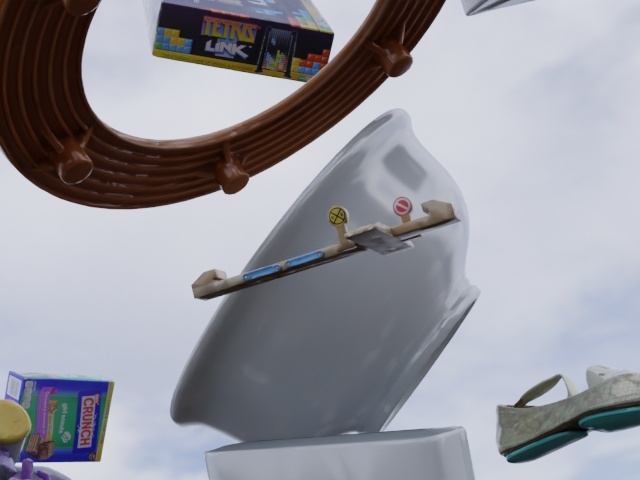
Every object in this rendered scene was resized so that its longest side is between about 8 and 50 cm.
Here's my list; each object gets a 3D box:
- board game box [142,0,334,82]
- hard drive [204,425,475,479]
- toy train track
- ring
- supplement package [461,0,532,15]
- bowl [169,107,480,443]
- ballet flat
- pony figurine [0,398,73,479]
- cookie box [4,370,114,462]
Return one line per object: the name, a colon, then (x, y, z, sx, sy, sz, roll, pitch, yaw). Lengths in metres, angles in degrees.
board game box: (-0.074, -0.187, 1.069, 0.141, 0.170, 0.048, 9, -69, -15)
hard drive: (0.031, 0.274, 0.782, 0.203, 0.307, 0.040, -13, -3, 44)
toy train track: (0.000, 0.000, 0.381, 0.083, 0.014, 0.048, -18, -12, 14)
ring: (-0.041, -0.131, 0.767, 0.337, 0.032, 0.336, -28, -27, -16)
supplement package: (0.175, -0.353, 0.990, 0.175, 0.292, 0.177, -16, -5, -19)
bowl: (0.028, 0.058, 0.967, 0.298, 0.134, 0.298, -52, -10, -13)
ballet flat: (0.187, 0.115, 0.906, 0.057, 0.052, 0.168, 15, -31, -41)
pony figurine: (-0.369, 0.245, 1.255, 0.303, 0.351, 0.363, -23, -29, -31)
cookie box: (-0.278, 0.186, 1.337, 0.107, 0.091, 0.040, 7, 5, -40)
